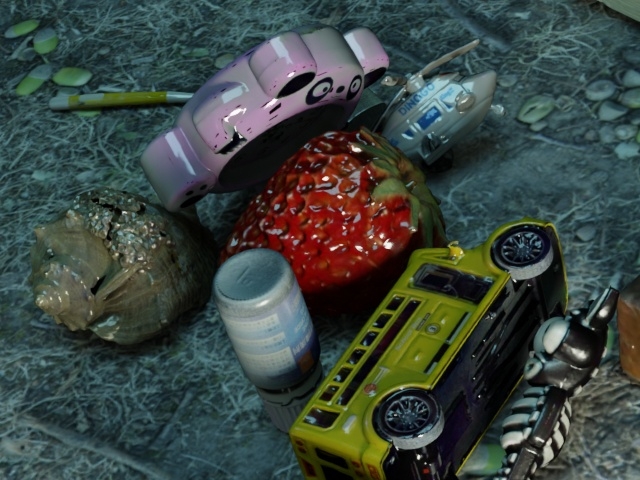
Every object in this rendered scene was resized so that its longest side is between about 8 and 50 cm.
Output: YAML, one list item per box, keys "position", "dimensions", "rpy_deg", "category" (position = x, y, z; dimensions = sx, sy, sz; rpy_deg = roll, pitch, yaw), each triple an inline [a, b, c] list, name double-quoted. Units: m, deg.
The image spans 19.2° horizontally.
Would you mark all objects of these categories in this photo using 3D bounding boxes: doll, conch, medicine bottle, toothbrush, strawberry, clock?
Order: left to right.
- position: [-0.206, 0.020, 2.060]
  dimensions: [0.245, 0.163, 0.178]
  rpy_deg: [-33, 84, -42]
  category: "conch"
- position: [-0.209, -0.178, 2.342]
  dimensions: [0.288, 0.024, 0.021]
  rpy_deg: [-1, 47, 20]
  category: "toothbrush"
- position: [-0.056, -0.136, 2.039]
  dimensions: [0.227, 0.248, 0.090]
  rpy_deg: [-12, 65, -52]
  category: "clock"
- position: [-0.043, 0.103, 1.849]
  dimensions: [0.083, 0.203, 0.083]
  rpy_deg: [-9, 43, 9]
  category: "medicine bottle"
- position: [0.000, 0.000, 1.971]
  dimensions: [0.244, 0.205, 0.205]
  rpy_deg: [-32, 39, 18]
  category: "strawberry"
- position: [0.218, 0.136, 1.771]
  dimensions: [0.067, 0.091, 0.219]
  rpy_deg: [28, 81, 2]
  category: "doll"

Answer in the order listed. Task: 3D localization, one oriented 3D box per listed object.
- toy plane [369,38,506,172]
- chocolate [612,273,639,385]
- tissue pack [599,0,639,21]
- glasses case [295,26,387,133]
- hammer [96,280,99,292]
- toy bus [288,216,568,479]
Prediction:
- position: [0.080, -0.105, 2.085]
  dimensions: [0.273, 0.182, 0.107]
  rpy_deg: [-37, 76, -16]
  category: "toy plane"
- position: [0.413, 0.022, 1.833]
  dimensions: [0.321, 0.112, 0.112]
  rpy_deg: [-39, 44, -21]
  category: "chocolate"
- position: [0.507, -0.398, 2.203]
  dimensions: [0.388, 0.162, 0.287]
  rpy_deg: [-37, 45, -20]
  category: "tissue pack"
- position: [0.003, -0.182, 2.251]
  dimensions: [0.071, 0.047, 0.205]
  rpy_deg: [-31, 44, -11]
  category: "glasses case"
- position: [-0.260, 0.024, 2.150]
  dimensions: [0.060, 0.028, 0.195]
  rpy_deg: [-17, 43, 11]
  category: "hammer"
- position: [0.114, 0.116, 1.820]
  dimensions: [0.151, 0.145, 0.331]
  rpy_deg: [16, 53, 32]
  category: "toy bus"
